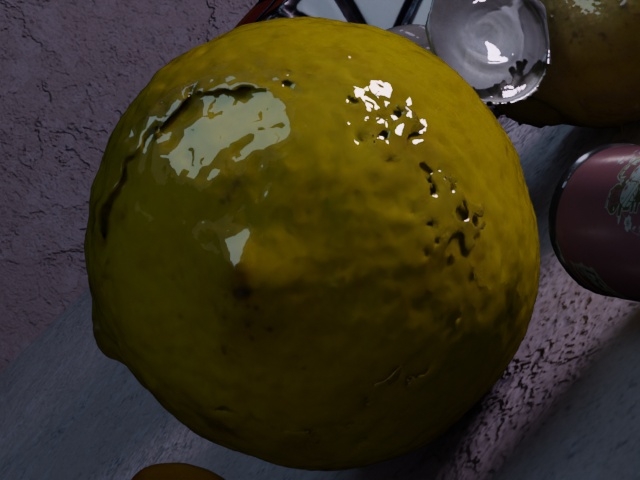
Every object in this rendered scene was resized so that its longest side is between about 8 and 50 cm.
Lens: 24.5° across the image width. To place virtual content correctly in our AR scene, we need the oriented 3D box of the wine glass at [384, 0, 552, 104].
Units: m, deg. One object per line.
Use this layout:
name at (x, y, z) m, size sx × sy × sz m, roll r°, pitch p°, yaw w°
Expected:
wine glass at (0.097, -0.143, 1.310) m, size 0.126 × 0.126 × 0.241 m, roll -52°, pitch 8°, yaw -25°

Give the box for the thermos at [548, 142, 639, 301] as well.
thermos at (0.264, -0.013, 0.881) m, size 0.136 × 0.109 × 0.330 m, roll -28°, pitch 9°, yaw -12°

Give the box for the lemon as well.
lemon at (0.000, 0.000, 1.138) m, size 0.350 × 0.350 × 0.387 m, roll -42°, pitch -6°, yaw 20°

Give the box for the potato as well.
potato at (0.265, -0.204, 1.310) m, size 0.229 × 0.229 × 0.266 m, roll -49°, pitch 28°, yaw -10°

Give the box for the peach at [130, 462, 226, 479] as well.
peach at (-0.123, 0.256, 1.249) m, size 0.138 × 0.138 × 0.138 m, roll -44°, pitch 13°, yaw 12°

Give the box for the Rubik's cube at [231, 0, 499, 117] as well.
Rubik's cube at (0.030, -0.189, 1.780) m, size 0.293 × 0.288 × 0.283 m, roll -47°, pitch 13°, yaw -9°
